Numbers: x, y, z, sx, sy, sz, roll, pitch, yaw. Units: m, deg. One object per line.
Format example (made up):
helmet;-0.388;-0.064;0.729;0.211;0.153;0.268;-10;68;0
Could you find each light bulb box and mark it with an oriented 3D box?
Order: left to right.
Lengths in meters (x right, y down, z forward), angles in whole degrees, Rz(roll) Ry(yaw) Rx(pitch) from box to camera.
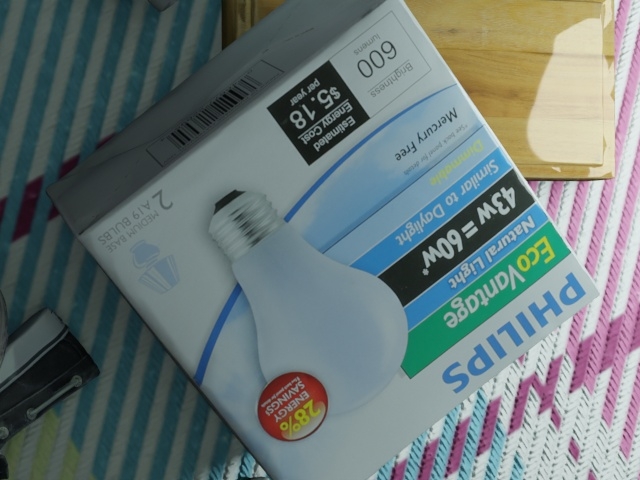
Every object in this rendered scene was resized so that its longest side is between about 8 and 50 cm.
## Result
light bulb box;0.000;0.000;1.604;0.358;0.225;0.361;-39;111;-3

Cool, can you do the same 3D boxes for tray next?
tray;0.105;-0.165;1.771;0.411;0.076;0.203;0;89;-15

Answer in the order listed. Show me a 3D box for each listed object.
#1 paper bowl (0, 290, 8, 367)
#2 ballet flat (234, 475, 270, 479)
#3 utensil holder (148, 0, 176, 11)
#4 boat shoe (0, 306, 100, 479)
paper bowl;-0.417;0.106;1.532;0.284;0.284;0.148;-36;139;-13
ballet flat;-0.132;0.422;1.656;0.139;0.139;0.400;38;83;-13
utensil holder;-0.159;-0.458;1.571;0.327;0.327;0.385;-45;99;-12
boat shoe;-0.340;0.197;1.627;0.301;0.108;0.102;-43;99;-20
